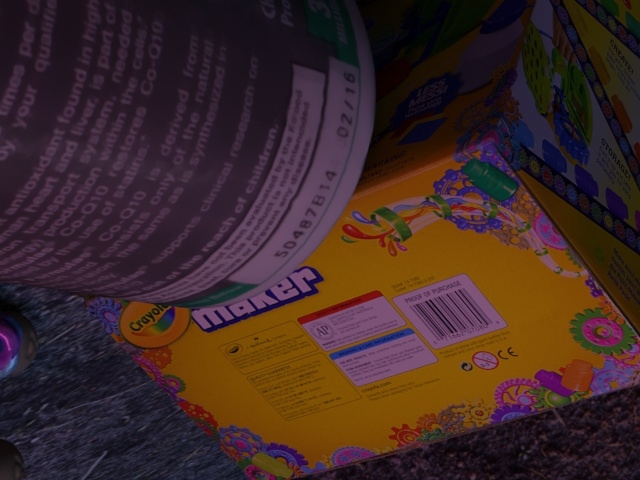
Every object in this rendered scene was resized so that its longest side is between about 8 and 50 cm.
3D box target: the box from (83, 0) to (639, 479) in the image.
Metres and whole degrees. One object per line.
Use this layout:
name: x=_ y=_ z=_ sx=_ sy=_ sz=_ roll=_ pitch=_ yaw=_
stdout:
box: x=0.059 y=-0.037 z=0.917 sx=0.290 sy=0.177 sz=0.279 roll=-22 pitch=-149 yaw=35

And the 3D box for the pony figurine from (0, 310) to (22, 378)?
pony figurine: x=-0.347 y=0.189 z=1.030 sx=0.363 sy=0.351 sz=0.303 roll=-29 pitch=135 yaw=2

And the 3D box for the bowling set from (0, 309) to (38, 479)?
bowling set: x=-0.349 y=0.191 z=1.270 sx=0.199 sy=0.287 sz=0.154 roll=-1 pitch=174 yaw=5

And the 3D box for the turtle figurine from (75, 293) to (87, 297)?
turtle figurine: x=-0.152 y=-0.013 z=1.035 sx=0.234 sy=0.118 sz=0.175 roll=-6 pitch=159 yaw=-11

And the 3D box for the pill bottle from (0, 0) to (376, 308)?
pill bottle: x=-0.156 y=-0.086 z=0.664 sx=0.204 sy=0.204 sz=0.361 roll=-37 pitch=152 yaw=27
